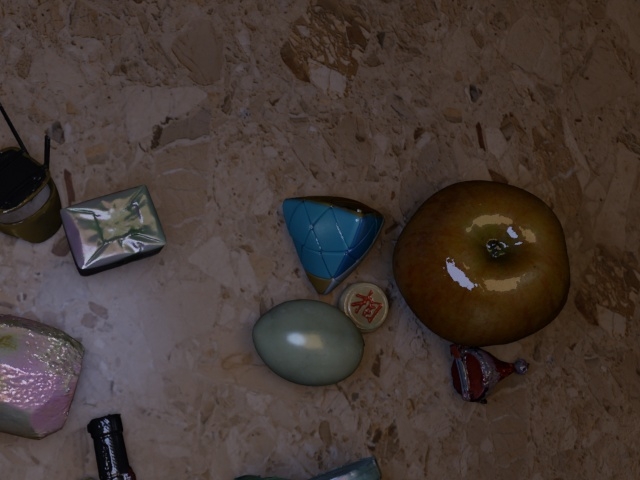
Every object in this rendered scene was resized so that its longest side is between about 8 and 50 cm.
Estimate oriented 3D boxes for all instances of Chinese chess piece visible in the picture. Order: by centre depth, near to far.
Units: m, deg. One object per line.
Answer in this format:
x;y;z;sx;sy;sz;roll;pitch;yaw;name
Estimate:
0.100;0.157;1.755;0.122;0.051;0.122;3;80;-15;Chinese chess piece

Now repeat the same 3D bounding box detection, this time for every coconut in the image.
-0.593;0.253;1.440;0.245;0.233;0.233;19;76;-17;coconut

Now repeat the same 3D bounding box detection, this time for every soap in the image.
-0.430;-0.017;1.551;0.182;0.199;0.138;-20;90;-18;soap

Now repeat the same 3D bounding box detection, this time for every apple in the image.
0.376;0.052;1.707;0.401;0.333;0.399;3;81;-17;apple

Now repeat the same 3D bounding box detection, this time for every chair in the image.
-0.624;-0.117;1.514;0.172;0.246;0.158;33;60;10;chair

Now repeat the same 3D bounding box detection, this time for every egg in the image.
-0.026;0.222;1.636;0.253;0.186;0.186;11;78;-14;egg

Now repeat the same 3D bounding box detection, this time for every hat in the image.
0.414;0.307;1.811;0.228;0.129;0.140;-3;59;-34;hat

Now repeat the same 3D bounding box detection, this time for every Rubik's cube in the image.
0.000;0.000;1.710;0.255;0.254;0.254;3;80;-16;Rubik's cube

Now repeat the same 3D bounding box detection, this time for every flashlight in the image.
-0.415;0.468;1.519;0.093;0.093;0.231;-8;71;-18;flashlight

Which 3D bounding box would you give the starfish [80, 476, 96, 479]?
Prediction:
-0.535;0.646;1.464;0.327;0.094;0.374;21;68;-12;starfish

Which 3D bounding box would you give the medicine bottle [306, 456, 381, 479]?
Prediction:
0.075;0.627;1.575;0.245;0.245;0.289;-18;78;-18;medicine bottle

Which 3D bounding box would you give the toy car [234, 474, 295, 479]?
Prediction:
-0.079;0.555;1.499;0.097;0.321;0.141;-1;81;-36;toy car
